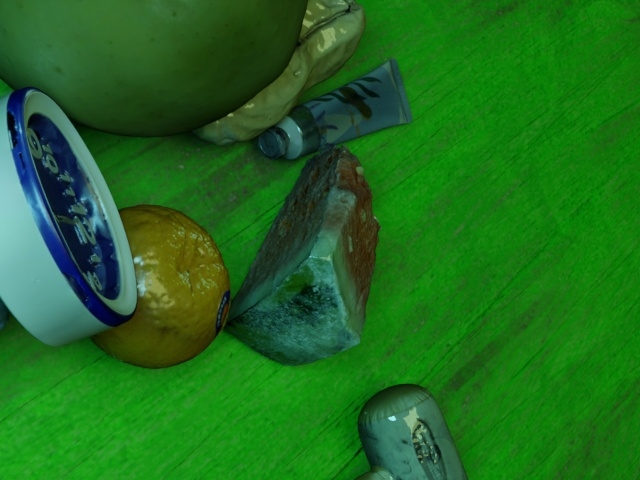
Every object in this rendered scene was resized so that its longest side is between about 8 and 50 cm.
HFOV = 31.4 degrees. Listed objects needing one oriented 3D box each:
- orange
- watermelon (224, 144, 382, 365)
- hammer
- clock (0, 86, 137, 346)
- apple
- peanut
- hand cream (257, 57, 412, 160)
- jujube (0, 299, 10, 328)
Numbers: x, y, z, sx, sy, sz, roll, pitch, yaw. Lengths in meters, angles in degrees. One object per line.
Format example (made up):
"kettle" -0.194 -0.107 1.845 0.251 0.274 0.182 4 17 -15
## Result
"orange" -0.182 0.049 1.214 0.177 0.155 0.178 10 77 -51
"watermelon" 0.000 0.000 1.362 0.139 0.192 0.257 35 50 -28
"hammer" 0.044 0.315 1.376 0.305 0.113 0.202 -26 95 -31
"clock" -0.248 -0.020 1.033 0.083 0.230 0.231 -23 99 3
"apple" -0.185 -0.272 1.151 0.357 0.357 0.358 7 78 -36
"peanut" -0.054 -0.221 1.372 0.290 0.130 0.130 -45 109 -35
"hand cream" 0.027 -0.164 1.471 0.271 0.058 0.091 -26 101 -42
"jujube" -0.427 -0.011 1.002 0.246 0.215 0.308 -39 101 -45
